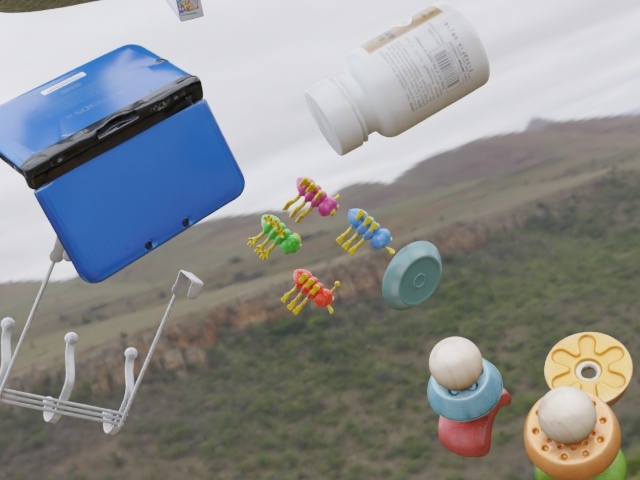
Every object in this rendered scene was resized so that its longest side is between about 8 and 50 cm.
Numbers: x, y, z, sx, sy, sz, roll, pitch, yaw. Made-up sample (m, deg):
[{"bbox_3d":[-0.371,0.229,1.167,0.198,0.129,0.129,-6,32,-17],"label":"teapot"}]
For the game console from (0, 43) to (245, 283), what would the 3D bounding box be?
[{"bbox_3d":[-0.300,-0.120,1.481,0.293,0.173,0.250,-34,48,-29],"label":"game console"}]

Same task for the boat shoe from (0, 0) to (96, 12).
[{"bbox_3d":[-0.332,-0.481,1.677,0.501,0.155,0.187,-6,-8,4],"label":"boat shoe"}]

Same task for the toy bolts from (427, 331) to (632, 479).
[{"bbox_3d":[0.235,0.158,1.167,0.229,0.158,0.218,8,55,27],"label":"toy bolts"}]

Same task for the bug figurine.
[{"bbox_3d":[0.000,0.000,1.830,0.279,0.216,0.072,-47,-4,40],"label":"bug figurine"}]

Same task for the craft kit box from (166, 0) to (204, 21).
[{"bbox_3d":[-0.311,-0.600,2.116,0.061,0.246,0.250,-19,31,-10],"label":"craft kit box"}]

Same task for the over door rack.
[{"bbox_3d":[-0.365,0.145,1.630,0.240,0.108,0.324,19,-70,-35],"label":"over door rack"}]

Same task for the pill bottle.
[{"bbox_3d":[0.101,-0.214,1.395,0.229,0.131,0.131,-31,1,-6],"label":"pill bottle"}]

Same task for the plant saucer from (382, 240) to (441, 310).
[{"bbox_3d":[0.149,0.060,1.615,0.119,0.119,0.021,-21,34,-29],"label":"plant saucer"}]
